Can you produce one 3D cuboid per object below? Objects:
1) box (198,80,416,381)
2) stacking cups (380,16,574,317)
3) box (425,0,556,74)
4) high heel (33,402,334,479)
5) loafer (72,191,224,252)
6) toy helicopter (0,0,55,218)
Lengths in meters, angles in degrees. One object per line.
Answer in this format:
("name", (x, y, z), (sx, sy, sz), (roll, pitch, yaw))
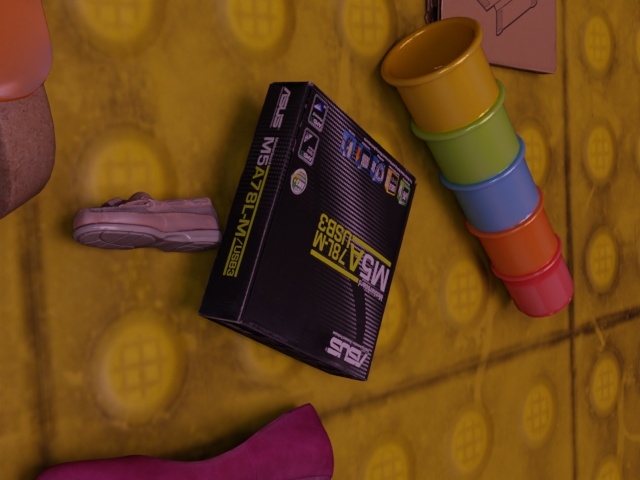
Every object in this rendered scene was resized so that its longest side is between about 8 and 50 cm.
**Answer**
("box", (0.000, 0.000, 0.741), (0.191, 0.045, 0.184), (35, 64, -53))
("stacking cups", (0.169, -0.057, 0.897), (0.096, 0.096, 0.316), (-56, 128, -28))
("box", (0.174, -0.256, 0.945), (0.201, 0.021, 0.164), (-3, 94, -45))
("high heel", (-0.087, 0.153, 0.675), (0.244, 0.082, 0.117), (16, 51, -32))
("loafer", (-0.118, -0.015, 0.648), (0.125, 0.045, 0.039), (7, 70, -52))
("toy helicopter", (-0.215, -0.165, 0.400), (0.140, 0.235, 0.355), (-39, 118, -37))
